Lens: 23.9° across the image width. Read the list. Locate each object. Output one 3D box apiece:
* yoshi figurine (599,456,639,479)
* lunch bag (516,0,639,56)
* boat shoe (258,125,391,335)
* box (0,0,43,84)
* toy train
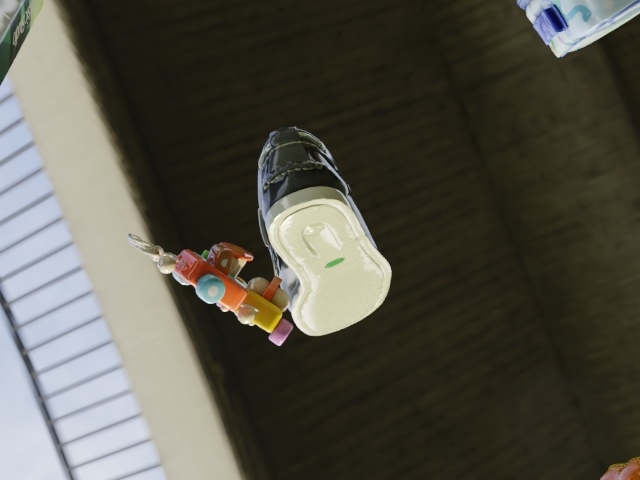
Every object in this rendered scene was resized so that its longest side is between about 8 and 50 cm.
[{"bbox_3d":[0.247,0.358,1.142,0.362,0.203,0.203,-65,-26,-20],"label":"yoshi figurine"},{"bbox_3d":[0.257,-0.234,1.284,0.090,0.176,0.219,55,-177,1],"label":"lunch bag"},{"bbox_3d":[0.000,0.000,1.138,0.233,0.084,0.079,72,176,-60],"label":"boat shoe"},{"bbox_3d":[-0.405,-0.212,1.441,0.232,0.058,0.322,9,-151,-3],"label":"box"},{"bbox_3d":[-0.076,0.020,1.110,0.125,0.166,0.046,35,-92,-26],"label":"toy train"}]
